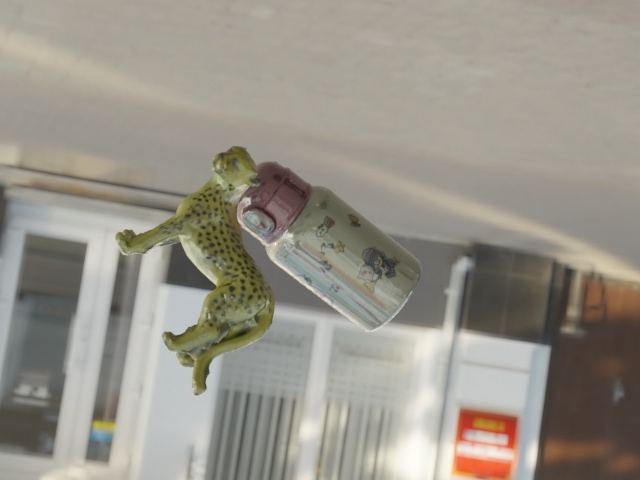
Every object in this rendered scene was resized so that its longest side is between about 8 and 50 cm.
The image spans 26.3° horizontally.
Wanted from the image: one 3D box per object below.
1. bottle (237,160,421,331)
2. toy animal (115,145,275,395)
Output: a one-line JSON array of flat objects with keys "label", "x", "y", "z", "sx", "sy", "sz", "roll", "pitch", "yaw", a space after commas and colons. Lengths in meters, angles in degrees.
[{"label": "bottle", "x": 0.000, "y": 0.000, "z": 1.606, "sx": 0.233, "sy": 0.110, "sz": 0.110, "roll": 38, "pitch": 167, "yaw": -13}, {"label": "toy animal", "x": -0.087, "y": 0.026, "z": 1.170, "sx": 0.136, "sy": 0.181, "sz": 0.073, "roll": -26, "pitch": 165, "yaw": 3}]
